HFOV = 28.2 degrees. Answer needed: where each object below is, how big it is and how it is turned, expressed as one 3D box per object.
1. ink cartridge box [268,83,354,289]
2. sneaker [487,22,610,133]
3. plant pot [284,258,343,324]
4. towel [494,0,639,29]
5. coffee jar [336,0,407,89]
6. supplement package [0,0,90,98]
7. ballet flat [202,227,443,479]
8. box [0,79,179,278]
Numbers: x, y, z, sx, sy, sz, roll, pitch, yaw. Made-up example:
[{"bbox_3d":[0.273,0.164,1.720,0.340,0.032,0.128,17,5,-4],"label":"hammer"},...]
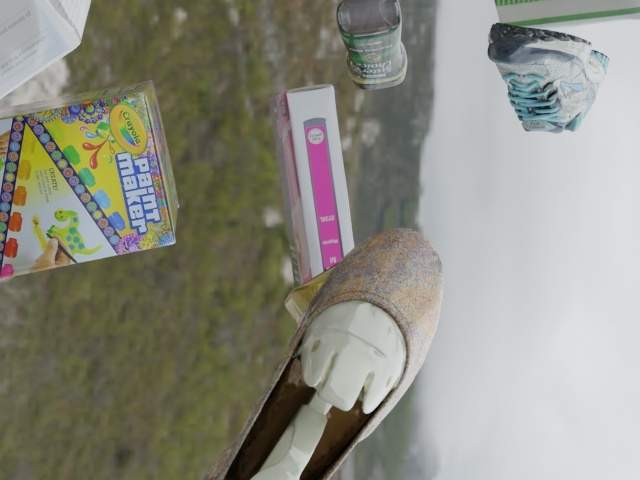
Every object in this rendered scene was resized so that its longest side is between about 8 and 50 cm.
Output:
[{"bbox_3d":[0.000,0.000,1.548,0.176,0.069,0.371,-161,-119,-80],"label":"ink cartridge box"},{"bbox_3d":[0.284,-0.193,1.584,0.283,0.110,0.122,5,99,-58],"label":"sneaker"},{"bbox_3d":[0.018,0.062,1.233,0.081,0.081,0.083,56,-10,13],"label":"plant pot"},{"bbox_3d":[0.326,-0.451,1.760,0.038,0.247,0.325,-42,123,-47],"label":"towel"},{"bbox_3d":[0.081,-0.299,1.938,0.184,0.096,0.079,68,14,-69],"label":"coffee jar"},{"bbox_3d":[-0.330,-0.245,0.961,0.293,0.177,0.175,53,13,-27],"label":"supplement package"},{"bbox_3d":[0.001,0.135,1.008,0.316,0.107,0.106,-60,-179,10],"label":"ballet flat"},{"bbox_3d":[-0.321,-0.074,1.516,0.290,0.279,0.177,-123,-158,-79],"label":"box"}]
